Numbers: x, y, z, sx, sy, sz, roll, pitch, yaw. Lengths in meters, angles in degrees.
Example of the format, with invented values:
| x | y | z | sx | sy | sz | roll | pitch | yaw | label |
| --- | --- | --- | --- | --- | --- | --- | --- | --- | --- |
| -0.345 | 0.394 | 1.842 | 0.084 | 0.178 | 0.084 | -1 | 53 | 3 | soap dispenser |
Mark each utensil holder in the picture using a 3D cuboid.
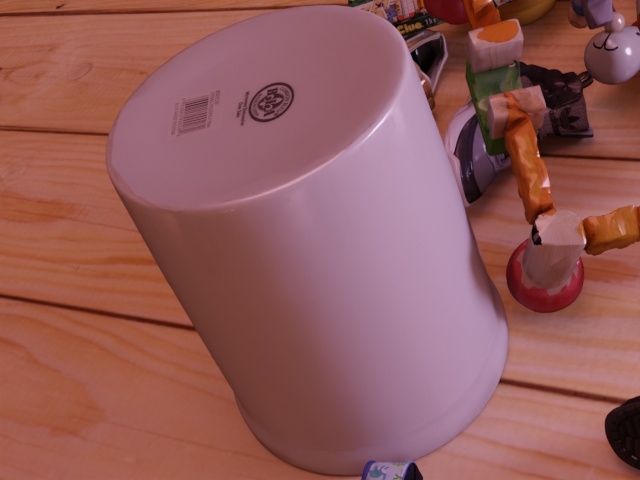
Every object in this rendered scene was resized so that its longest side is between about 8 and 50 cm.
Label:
| x | y | z | sx | sy | sz | roll | pitch | yaw | label |
| --- | --- | --- | --- | --- | --- | --- | --- | --- | --- |
| 0.000 | 0.000 | 1.067 | 0.328 | 0.385 | 0.327 | -13 | 41 | 12 | utensil holder |

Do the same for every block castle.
| x | y | z | sx | sy | sz | roll | pitch | yaw | label |
| --- | --- | --- | --- | --- | --- | --- | --- | --- | --- |
| 0.306 | -0.172 | 1.141 | 0.303 | 0.213 | 0.453 | -14 | 71 | 2 | block castle |

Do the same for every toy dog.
| x | y | z | sx | sy | sz | roll | pitch | yaw | label |
| --- | --- | --- | --- | --- | --- | --- | --- | --- | --- |
| 0.460 | -0.351 | 1.369 | 0.220 | 0.161 | 0.333 | 0 | 37 | 21 | toy dog |

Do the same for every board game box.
| x | y | z | sx | sy | sz | roll | pitch | yaw | label |
| --- | --- | --- | --- | --- | --- | --- | --- | --- | --- |
| 0.167 | -0.361 | 1.512 | 0.260 | 0.030 | 0.136 | -16 | 37 | 11 | board game box |

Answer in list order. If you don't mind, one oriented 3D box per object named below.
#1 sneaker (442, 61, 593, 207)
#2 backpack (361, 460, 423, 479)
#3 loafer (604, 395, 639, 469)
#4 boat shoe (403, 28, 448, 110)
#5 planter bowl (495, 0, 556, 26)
| x | y | z | sx | sy | sz | roll | pitch | yaw | label |
| --- | --- | --- | --- | --- | --- | --- | --- | --- | --- |
| 0.259 | -0.143 | 1.311 | 0.153 | 0.101 | 0.268 | 4 | 45 | 33 | sneaker |
| 0.059 | 0.267 | 0.965 | 0.084 | 0.105 | 0.114 | -4 | 39 | 21 | backpack |
| 0.378 | 0.167 | 0.952 | 0.220 | 0.080 | 0.078 | -8 | 10 | 20 | loafer |
| 0.106 | -0.214 | 1.457 | 0.103 | 0.113 | 0.302 | -8 | 41 | 27 | boat shoe |
| 0.297 | -0.389 | 1.570 | 0.217 | 0.090 | 0.217 | -15 | 41 | 13 | planter bowl |
